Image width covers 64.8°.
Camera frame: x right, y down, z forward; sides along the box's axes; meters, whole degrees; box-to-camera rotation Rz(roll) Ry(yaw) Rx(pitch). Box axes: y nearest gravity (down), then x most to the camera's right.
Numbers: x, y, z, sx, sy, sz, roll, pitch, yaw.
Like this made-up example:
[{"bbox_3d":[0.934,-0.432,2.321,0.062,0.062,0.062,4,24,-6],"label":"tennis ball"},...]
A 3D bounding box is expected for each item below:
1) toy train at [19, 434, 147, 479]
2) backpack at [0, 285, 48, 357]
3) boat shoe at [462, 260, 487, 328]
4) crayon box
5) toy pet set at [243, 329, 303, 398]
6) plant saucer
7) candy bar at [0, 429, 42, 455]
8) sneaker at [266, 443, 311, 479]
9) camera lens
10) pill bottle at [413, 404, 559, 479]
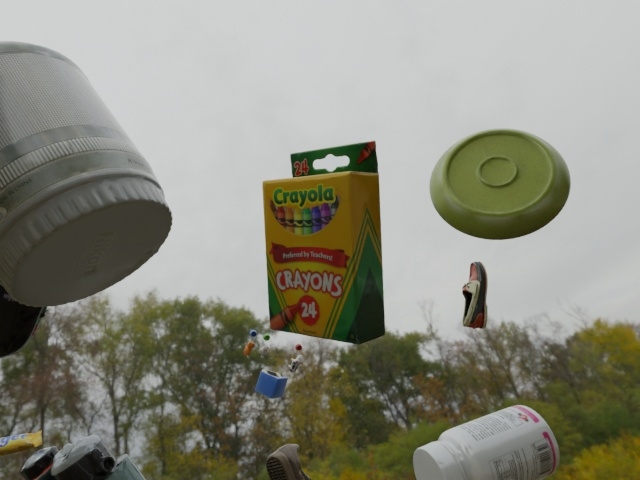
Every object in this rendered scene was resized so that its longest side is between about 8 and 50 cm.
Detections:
[{"bbox_3d":[-0.277,0.417,0.698,0.190,0.333,0.142,-31,4,29],"label":"toy train"},{"bbox_3d":[-0.704,0.115,1.074,0.225,0.191,0.253,18,-84,-31],"label":"backpack"},{"bbox_3d":[0.298,0.104,0.983,0.043,0.136,0.049,6,-19,-1],"label":"boat shoe"},{"bbox_3d":[0.000,0.000,0.849,0.202,0.318,0.081,-1,3,42],"label":"crayon box"},{"bbox_3d":[-0.099,0.260,1.045,0.122,0.114,0.065,19,-4,-19],"label":"toy pet set"},{"bbox_3d":[0.315,-0.114,0.898,0.241,0.240,0.037,-21,-34,6],"label":"plant saucer"},{"bbox_3d":[-0.493,0.303,0.727,0.162,0.040,0.018,0,-78,-33],"label":"candy bar"},{"bbox_3d":[-0.034,0.455,0.890,0.066,0.188,0.071,-18,-3,36],"label":"sneaker"},{"bbox_3d":[-0.342,-0.085,0.625,0.219,0.274,0.219,-35,-15,-11],"label":"camera lens"},{"bbox_3d":[0.358,0.477,1.104,0.283,0.160,0.160,-10,-31,-21],"label":"pill bottle"}]
